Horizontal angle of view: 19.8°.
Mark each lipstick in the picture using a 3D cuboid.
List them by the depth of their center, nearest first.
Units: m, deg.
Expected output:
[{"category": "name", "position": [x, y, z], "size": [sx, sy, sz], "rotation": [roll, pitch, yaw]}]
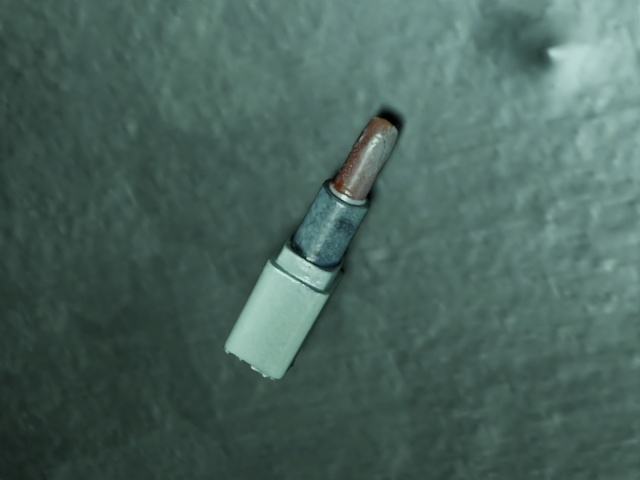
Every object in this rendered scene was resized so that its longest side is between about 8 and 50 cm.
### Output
[{"category": "lipstick", "position": [0.000, 0.000, 0.652], "size": [0.025, 0.025, 0.107], "rotation": [30, 117, 5]}]
